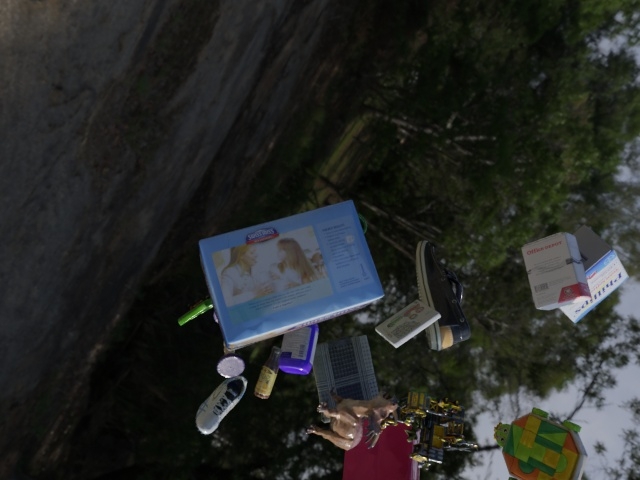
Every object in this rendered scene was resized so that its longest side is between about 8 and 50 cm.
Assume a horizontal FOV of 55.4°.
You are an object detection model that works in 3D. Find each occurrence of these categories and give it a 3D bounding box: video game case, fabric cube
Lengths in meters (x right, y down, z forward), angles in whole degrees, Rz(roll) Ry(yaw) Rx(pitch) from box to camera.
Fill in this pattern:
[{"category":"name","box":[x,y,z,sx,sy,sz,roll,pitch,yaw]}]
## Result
[{"category":"video game case","box":[0.248,0.235,1.745,0.157,0.019,0.143,-33,-163,-9]},{"category":"fabric cube","box":[0.241,0.826,2.316,0.254,0.259,0.258,54,38,-62]}]

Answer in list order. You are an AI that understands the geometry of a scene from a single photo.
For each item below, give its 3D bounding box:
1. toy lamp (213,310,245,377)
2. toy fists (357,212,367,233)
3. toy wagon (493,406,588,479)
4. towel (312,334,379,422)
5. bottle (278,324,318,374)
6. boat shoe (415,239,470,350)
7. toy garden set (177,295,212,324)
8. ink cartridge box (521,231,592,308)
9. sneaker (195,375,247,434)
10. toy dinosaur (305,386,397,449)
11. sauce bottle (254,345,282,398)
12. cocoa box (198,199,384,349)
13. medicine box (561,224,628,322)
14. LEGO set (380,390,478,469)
[{"category":"toy lamp","box":[-0.247,0.244,1.634,0.080,0.080,0.274,-58,-154,21]},{"category":"toy fists","box":[0.000,0.000,1.727,0.142,0.096,0.279,-15,-162,50]},{"category":"toy wagon","box":[0.700,0.692,2.012,0.344,0.068,0.267,14,-99,54]},{"category":"towel","box":[0.098,0.563,2.522,0.056,0.312,0.324,-23,-105,53]},{"category":"bottle","box":[-0.067,0.322,2.139,0.092,0.118,0.283,57,39,-57]},{"category":"boat shoe","box":[0.441,0.189,2.244,0.500,0.156,0.187,-92,172,-50]},{"category":"toy garden set","box":[-0.320,0.162,1.905,0.204,0.049,0.244,-35,178,17]},{"category":"ink cartridge box","box":[0.759,0.101,1.967,0.158,0.092,0.218,-24,-115,40]},{"category":"sneaker","box":[-0.309,0.504,1.898,0.086,0.085,0.237,-48,-178,37]},{"category":"toy dinosaur","box":[0.084,0.522,1.708,0.127,0.200,0.295,-47,163,-45]},{"category":"sauce bottle","box":[-0.129,0.329,1.522,0.042,0.042,0.128,167,-60,-85]},{"category":"cocoa box","box":[-0.073,0.081,1.350,0.347,0.231,0.228,-16,170,-12]},{"category":"medicine box","box":[0.936,0.127,2.203,0.263,0.289,0.149,-45,-132,11]},{"category":"LEGO set","box":[0.323,0.626,1.969,0.331,0.255,0.192,-40,-147,57]}]
